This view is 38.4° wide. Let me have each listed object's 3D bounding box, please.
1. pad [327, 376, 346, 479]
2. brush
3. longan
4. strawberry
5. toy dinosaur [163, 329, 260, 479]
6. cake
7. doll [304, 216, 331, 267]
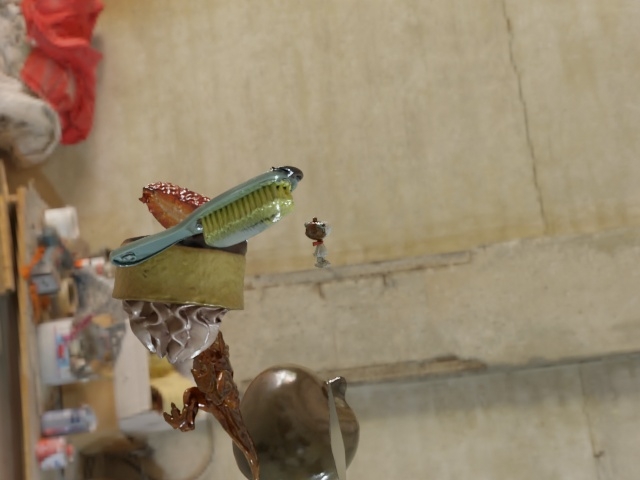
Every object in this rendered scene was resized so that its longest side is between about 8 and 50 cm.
[{"bbox_3d":[0.029,0.342,1.518,0.143,0.003,0.211,-93,174,-48],"label":"pad"},{"bbox_3d":[-0.145,-0.008,1.169,0.068,0.297,0.060,26,45,-57],"label":"brush"},{"bbox_3d":[-0.053,0.409,2.003,0.243,0.300,0.300,81,3,-66],"label":"longan"},{"bbox_3d":[-0.238,-0.057,1.696,0.082,0.188,0.121,-44,164,-41],"label":"strawberry"},{"bbox_3d":[-0.185,0.286,1.606,0.208,0.097,0.432,1,78,-73],"label":"toy dinosaur"},{"bbox_3d":[-0.195,0.085,1.313,0.185,0.208,0.178,16,68,-64],"label":"cake"},{"bbox_3d":[-0.004,0.003,1.572,0.058,0.040,0.085,5,94,-56],"label":"doll"}]
